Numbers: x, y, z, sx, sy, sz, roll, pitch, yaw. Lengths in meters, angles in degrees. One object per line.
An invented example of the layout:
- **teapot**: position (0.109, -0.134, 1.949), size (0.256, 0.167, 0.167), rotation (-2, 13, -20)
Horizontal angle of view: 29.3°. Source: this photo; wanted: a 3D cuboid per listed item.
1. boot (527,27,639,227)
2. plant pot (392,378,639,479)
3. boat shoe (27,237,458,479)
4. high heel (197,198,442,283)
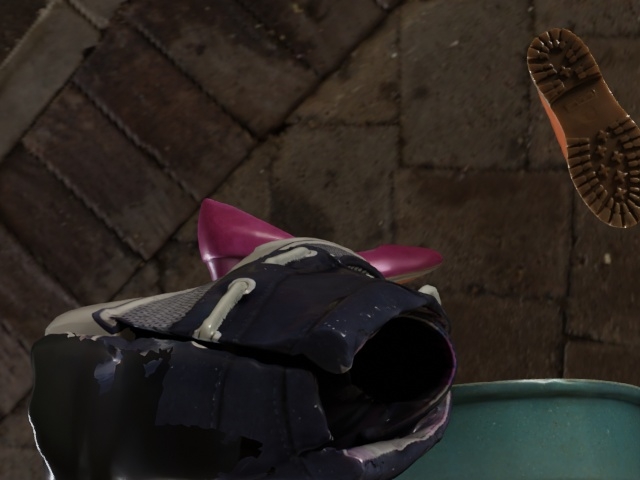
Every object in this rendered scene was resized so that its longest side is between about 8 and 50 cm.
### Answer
- **boot**: position (0.209, -0.080, 0.937), size (0.059, 0.084, 0.158), rotation (-22, 78, 8)
- **plant pot**: position (0.155, 0.324, 1.120), size (0.341, 0.341, 0.334), rotation (-12, 72, 19)
- **boat shoe**: position (0.011, 0.064, 0.645), size (0.158, 0.340, 0.127), rotation (-3, 97, 24)
- **high heel**: position (0.000, 0.000, 1.239), size (0.244, 0.082, 0.117), rotation (-9, 80, -8)
